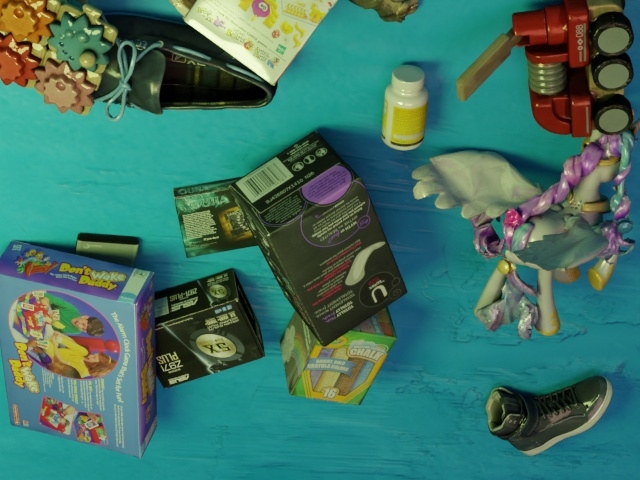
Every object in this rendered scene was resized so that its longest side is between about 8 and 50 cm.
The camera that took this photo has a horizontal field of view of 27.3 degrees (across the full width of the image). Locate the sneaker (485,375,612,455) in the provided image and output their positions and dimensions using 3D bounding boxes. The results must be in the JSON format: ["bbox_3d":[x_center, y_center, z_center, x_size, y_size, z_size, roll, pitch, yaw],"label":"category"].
[{"bbox_3d":[0.409,0.302,2.403,0.226,0.086,0.163,-40,130,23],"label":"sneaker"}]

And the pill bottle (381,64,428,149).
[{"bbox_3d":[0.124,-0.195,1.923,0.065,0.065,0.116,-5,132,-8],"label":"pill bottle"}]

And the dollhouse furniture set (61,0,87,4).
[{"bbox_3d":[-0.301,-0.349,1.699,0.081,0.091,0.114,16,124,-43],"label":"dollhouse furniture set"}]

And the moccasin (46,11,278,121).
[{"bbox_3d":[-0.223,-0.236,1.779,0.342,0.117,0.138,-4,131,-9],"label":"moccasin"}]

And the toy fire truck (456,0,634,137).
[{"bbox_3d":[0.319,-0.240,1.885,0.246,0.158,0.217,-5,133,8],"label":"toy fire truck"}]

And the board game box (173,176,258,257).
[{"bbox_3d":[-0.126,-0.042,2.030,0.186,0.026,0.126,-10,131,-4],"label":"board game box"}]

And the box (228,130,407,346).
[{"bbox_3d":[0.000,0.000,1.983,0.165,0.143,0.270,-32,134,-8],"label":"box"}]

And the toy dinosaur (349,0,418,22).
[{"bbox_3d":[0.040,-0.374,1.757,0.268,0.064,0.118,22,130,-24],"label":"toy dinosaur"}]

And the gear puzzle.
[{"bbox_3d":[-0.432,-0.281,1.675,0.339,0.044,0.175,26,134,-5],"label":"gear puzzle"}]

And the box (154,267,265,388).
[{"bbox_3d":[-0.199,0.145,2.143,0.180,0.077,0.147,-17,132,3],"label":"box"}]

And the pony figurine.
[{"bbox_3d":[0.342,-0.016,2.021,0.351,0.303,0.363,-22,138,-29],"label":"pony figurine"}]

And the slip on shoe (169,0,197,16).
[{"bbox_3d":[-0.184,-0.338,1.746,0.041,0.051,0.135,-36,120,22],"label":"slip on shoe"}]

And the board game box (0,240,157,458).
[{"bbox_3d":[-0.382,0.177,2.076,0.233,0.078,0.347,13,131,9],"label":"board game box"}]

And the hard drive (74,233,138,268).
[{"bbox_3d":[-0.342,0.048,2.065,0.094,0.022,0.135,4,129,-15],"label":"hard drive"}]

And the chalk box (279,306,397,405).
[{"bbox_3d":[0.036,0.147,2.159,0.132,0.132,0.213,12,128,-20],"label":"chalk box"}]

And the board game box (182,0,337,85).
[{"bbox_3d":[-0.028,-0.359,1.653,0.144,0.142,0.275,36,111,-9],"label":"board game box"}]
